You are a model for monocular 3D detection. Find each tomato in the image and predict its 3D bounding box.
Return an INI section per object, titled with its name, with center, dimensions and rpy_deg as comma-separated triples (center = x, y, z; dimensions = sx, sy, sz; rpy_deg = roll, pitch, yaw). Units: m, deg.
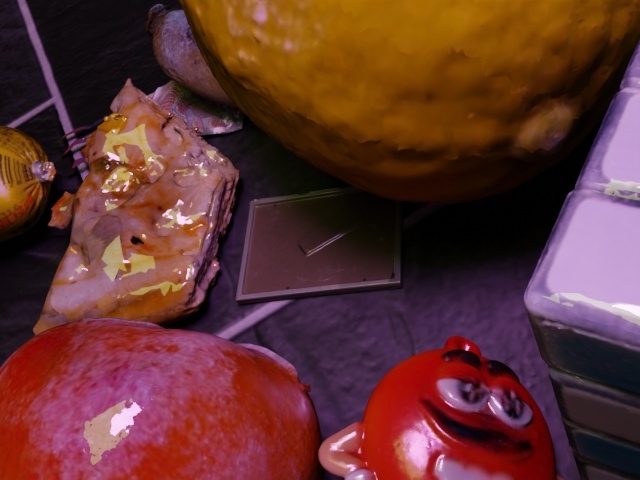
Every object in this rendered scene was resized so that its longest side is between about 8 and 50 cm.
[tomato]
center = -0.113, 0.151, 0.511
dimensions = 0.232, 0.232, 0.188
rpy_deg = 2, 75, 24

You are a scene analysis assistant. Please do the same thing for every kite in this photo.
[kite]
center = -0.183, -0.129, 0.850
dimensions = 0.229, 0.016, 0.127
rpy_deg = -22, 49, 7

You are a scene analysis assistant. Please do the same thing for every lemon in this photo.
[lemon]
center = 0.083, -0.185, 0.577
dimensions = 0.364, 0.364, 0.364
rpy_deg = -11, 55, 16

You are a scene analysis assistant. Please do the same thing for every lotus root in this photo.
[lotus root]
center = -0.109, -0.198, 0.812
dimensions = 0.192, 0.088, 0.113
rpy_deg = 27, 48, 29

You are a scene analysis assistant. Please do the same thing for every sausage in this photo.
[sausage]
center = -0.423, -0.040, 0.822
dimensions = 0.347, 0.123, 0.123
rpy_deg = -10, 55, 16

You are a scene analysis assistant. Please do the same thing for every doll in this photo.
[doll]
center = 0.089, 0.155, 0.489
dimensions = 0.183, 0.085, 0.217
rpy_deg = 27, 56, -4

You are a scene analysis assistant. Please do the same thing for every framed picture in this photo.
[framed picture]
center = 0.000, 0.000, 0.689
dimensions = 0.149, 0.011, 0.109
rpy_deg = -7, 57, 18

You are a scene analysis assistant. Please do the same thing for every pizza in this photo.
[pizza]
center = -0.173, -0.042, 0.751
dimensions = 0.189, 0.071, 0.297
rpy_deg = -7, 56, 18

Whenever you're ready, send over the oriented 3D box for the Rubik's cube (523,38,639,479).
[Rubik's cube]
center = 0.281, 0.020, 0.405
dimensions = 0.256, 0.253, 0.259
rpy_deg = 14, 64, 30
